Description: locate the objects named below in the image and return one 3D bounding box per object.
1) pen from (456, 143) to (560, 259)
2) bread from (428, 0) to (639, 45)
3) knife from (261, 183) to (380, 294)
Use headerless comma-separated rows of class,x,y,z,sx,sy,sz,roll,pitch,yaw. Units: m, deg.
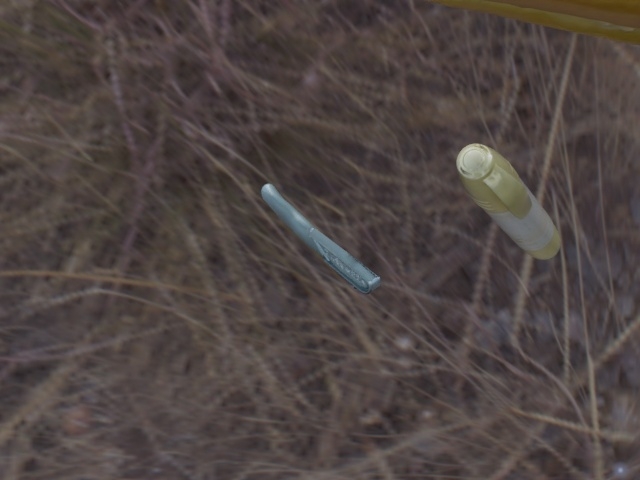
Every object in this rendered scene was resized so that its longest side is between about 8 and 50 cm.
pen,0.128,-0.019,1.272,0.040,0.233,0.032,37,90,23
bread,0.090,-0.109,0.414,0.246,0.239,0.111,6,86,-14
knife,0.000,0.001,1.485,0.015,0.210,0.028,-27,120,-13
